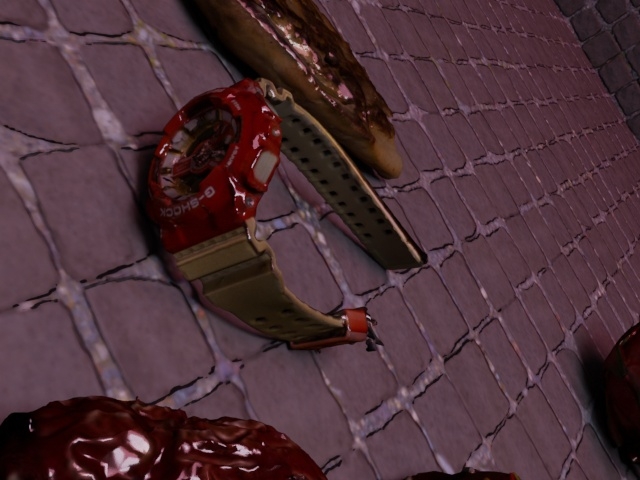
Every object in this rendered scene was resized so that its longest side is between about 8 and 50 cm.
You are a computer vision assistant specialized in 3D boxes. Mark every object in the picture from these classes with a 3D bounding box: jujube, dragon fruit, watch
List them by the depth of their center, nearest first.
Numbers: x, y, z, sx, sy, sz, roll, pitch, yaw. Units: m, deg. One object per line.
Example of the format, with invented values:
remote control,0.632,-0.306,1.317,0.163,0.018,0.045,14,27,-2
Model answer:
jujube,-0.067,0.118,0.328,0.166,0.104,0.104,29,40,-18
watch,-0.005,0.001,0.529,0.268,0.102,0.165,44,40,-37
dragon fruit,0.432,0.181,0.869,0.274,0.192,0.193,-19,74,-55

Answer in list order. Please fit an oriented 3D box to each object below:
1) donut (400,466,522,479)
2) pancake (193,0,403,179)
donut,0.124,0.260,0.474,0.235,0.089,0.235,36,39,-35
pancake,-0.023,-0.172,0.668,0.257,0.056,0.212,58,24,13
